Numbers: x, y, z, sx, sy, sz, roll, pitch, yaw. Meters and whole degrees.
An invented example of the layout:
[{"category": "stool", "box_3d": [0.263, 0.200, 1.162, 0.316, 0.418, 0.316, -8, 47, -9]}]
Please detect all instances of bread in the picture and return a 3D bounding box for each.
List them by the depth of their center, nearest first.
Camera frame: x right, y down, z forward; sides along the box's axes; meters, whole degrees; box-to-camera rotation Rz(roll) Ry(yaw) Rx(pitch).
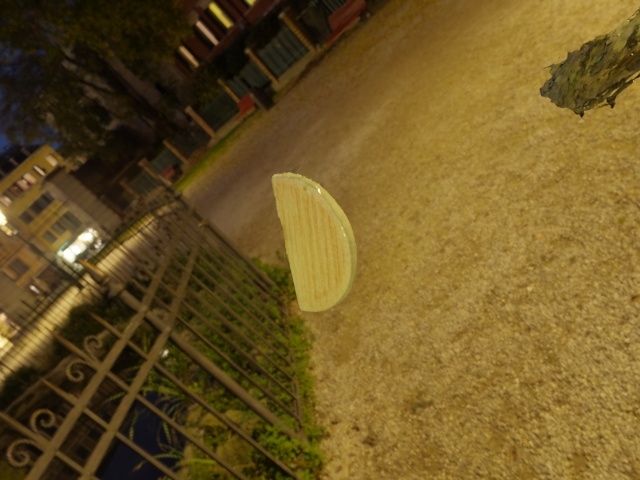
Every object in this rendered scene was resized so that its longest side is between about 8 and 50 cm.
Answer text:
[{"category": "bread", "box_3d": [0.004, 0.003, 0.734, 0.112, 0.192, 0.036, 0, 19, 42]}]

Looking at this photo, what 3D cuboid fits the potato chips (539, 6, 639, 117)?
[{"category": "potato chips", "box_3d": [0.264, -0.186, 0.426, 0.220, 0.029, 0.202, -50, 14, 16]}]
